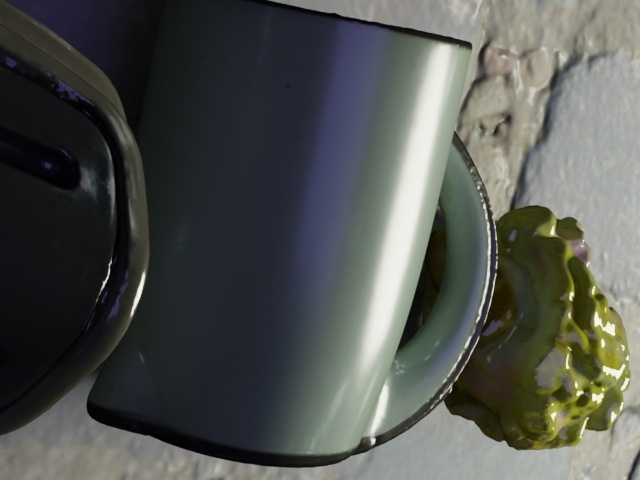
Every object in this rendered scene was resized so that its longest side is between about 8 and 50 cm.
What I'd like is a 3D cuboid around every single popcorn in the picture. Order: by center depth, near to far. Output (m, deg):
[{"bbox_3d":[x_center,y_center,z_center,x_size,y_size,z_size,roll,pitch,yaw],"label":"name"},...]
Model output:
[{"bbox_3d":[0.121,0.052,1.132,0.126,0.126,0.145,-6,89,-14],"label":"popcorn"}]

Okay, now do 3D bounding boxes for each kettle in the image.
[{"bbox_3d":[0.000,0.000,1.006,0.221,0.161,0.236,8,96,-32],"label":"kettle"}]

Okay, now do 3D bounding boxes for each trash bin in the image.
[{"bbox_3d":[-0.213,-0.030,0.768,0.209,0.290,0.182,23,87,-38],"label":"trash bin"}]
